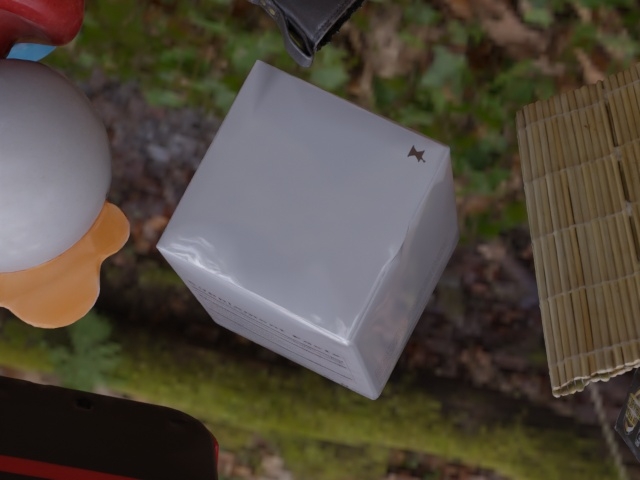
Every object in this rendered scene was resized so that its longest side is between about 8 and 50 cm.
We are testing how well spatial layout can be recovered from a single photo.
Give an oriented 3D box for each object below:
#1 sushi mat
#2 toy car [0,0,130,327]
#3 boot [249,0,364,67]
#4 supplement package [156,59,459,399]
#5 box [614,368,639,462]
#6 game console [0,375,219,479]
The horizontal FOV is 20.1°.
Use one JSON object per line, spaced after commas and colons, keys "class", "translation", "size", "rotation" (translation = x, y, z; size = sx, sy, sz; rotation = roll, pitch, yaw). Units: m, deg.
{"class": "sushi mat", "translation": [0.223, -0.023, 1.319], "size": [0.151, 0.316, 0.019], "rotation": [-19, 129, 16]}
{"class": "toy car", "translation": [-0.199, -0.057, 0.946], "size": [0.210, 0.238, 0.219], "rotation": [-23, 171, -3]}
{"class": "boot", "translation": [-0.017, -0.273, 1.284], "size": [0.229, 0.263, 0.091], "rotation": [33, 166, 5]}
{"class": "supplement package", "translation": [0.000, 0.000, 1.515], "size": [0.175, 0.177, 0.293], "rotation": [26, 170, 11]}
{"class": "box", "translation": [0.423, 0.214, 1.548], "size": [0.293, 0.073, 0.295], "rotation": [17, -173, -5]}
{"class": "game console", "translation": [-0.279, 0.232, 1.705], "size": [0.386, 0.342, 0.060], "rotation": [11, 113, -10]}
